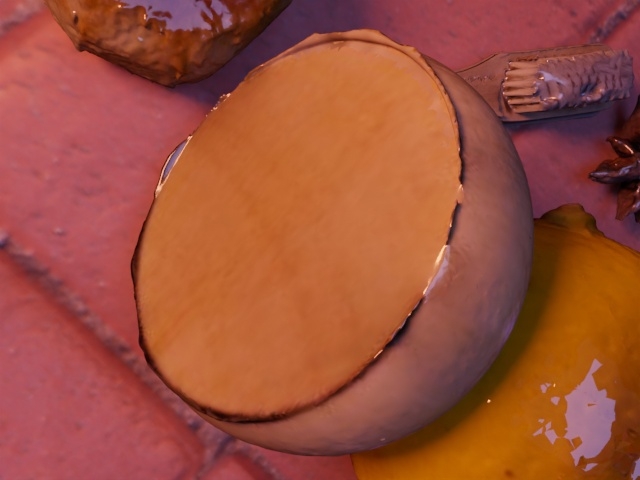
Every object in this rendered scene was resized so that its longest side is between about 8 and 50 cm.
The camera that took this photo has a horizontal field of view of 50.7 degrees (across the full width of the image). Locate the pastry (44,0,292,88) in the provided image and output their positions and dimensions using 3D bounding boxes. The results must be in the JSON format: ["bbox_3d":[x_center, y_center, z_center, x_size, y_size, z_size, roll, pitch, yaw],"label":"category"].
[{"bbox_3d":[-0.099,-0.207,0.457,0.192,0.093,0.182,-38,108,-17],"label":"pastry"}]

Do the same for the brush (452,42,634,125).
[{"bbox_3d":[0.143,-0.129,0.578,0.328,0.065,0.069,-10,99,-21],"label":"brush"}]

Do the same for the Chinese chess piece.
[{"bbox_3d":[0.000,0.000,0.420,0.104,0.257,0.257,30,80,-46],"label":"Chinese chess piece"}]

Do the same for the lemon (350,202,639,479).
[{"bbox_3d":[0.144,0.125,0.489,0.261,0.260,0.283,-18,117,-21],"label":"lemon"}]

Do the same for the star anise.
[{"bbox_3d":[0.325,-0.065,0.656,0.129,0.056,0.124,41,77,-18],"label":"star anise"}]
